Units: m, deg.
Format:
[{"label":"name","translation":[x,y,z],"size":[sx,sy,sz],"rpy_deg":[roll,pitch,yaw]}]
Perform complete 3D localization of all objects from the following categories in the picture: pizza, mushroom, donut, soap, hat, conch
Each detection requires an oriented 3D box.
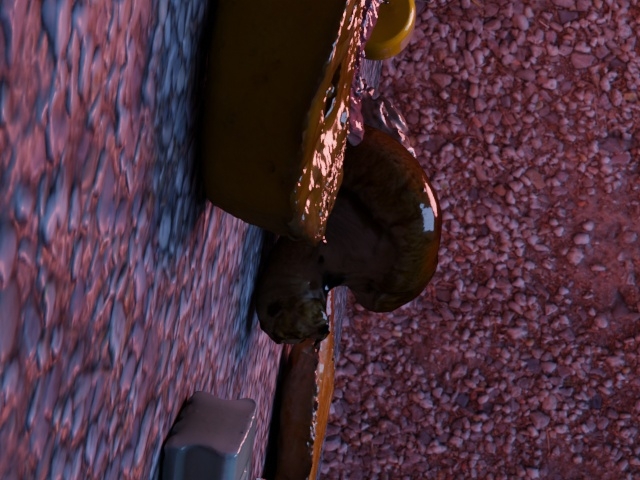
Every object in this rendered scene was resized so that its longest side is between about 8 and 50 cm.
[{"label":"pizza","translation":[-0.040,0.357,2.260],"size":[0.435,0.080,0.392],"rpy_deg":[86,13,-67]},{"label":"mushroom","translation":[0.026,-0.027,1.678],"size":[0.254,0.267,0.267],"rpy_deg":[-14,119,-46]},{"label":"donut","translation":[-0.028,-0.133,1.148],"size":[0.277,0.108,0.278],"rpy_deg":[9,90,-86]},{"label":"soap","translation":[-0.103,0.246,1.228],"size":[0.119,0.066,0.198],"rpy_deg":[-64,163,-70]},{"label":"hat","translation":[0.020,-0.257,1.500],"size":[0.286,0.107,0.237],"rpy_deg":[83,-7,-70]},{"label":"conch","translation":[0.061,-0.114,1.954],"size":[0.313,0.186,0.241],"rpy_deg":[-66,152,-51]}]

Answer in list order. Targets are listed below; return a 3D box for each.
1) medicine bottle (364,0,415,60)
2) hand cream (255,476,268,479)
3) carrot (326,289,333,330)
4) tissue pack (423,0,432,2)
[{"label":"medicine bottle","translation":[0.088,-0.341,2.197],"size":[0.212,0.121,0.122],"rpy_deg":[31,68,-86]},{"label":"hand cream","translation":[-0.030,0.394,2.072],"size":[0.054,0.186,0.087],"rpy_deg":[8,-91,49]},{"label":"carrot","translation":[-0.001,0.112,2.441],"size":[0.059,0.059,0.248],"rpy_deg":[-68,163,-72]},{"label":"tissue pack","translation":[0.141,-0.545,2.313],"size":[0.198,0.146,0.264],"rpy_deg":[5,95,-84]}]
